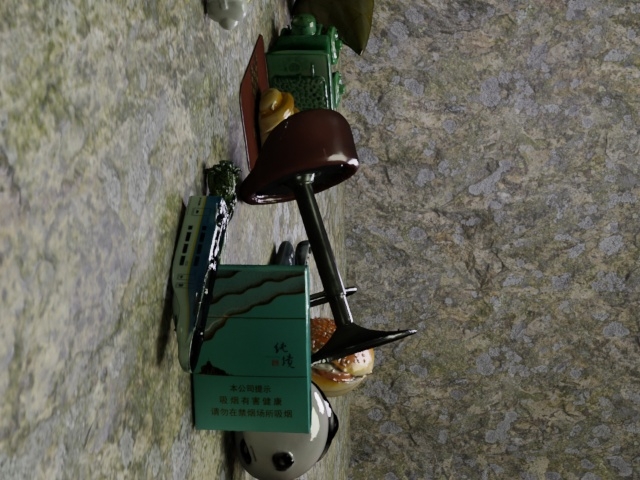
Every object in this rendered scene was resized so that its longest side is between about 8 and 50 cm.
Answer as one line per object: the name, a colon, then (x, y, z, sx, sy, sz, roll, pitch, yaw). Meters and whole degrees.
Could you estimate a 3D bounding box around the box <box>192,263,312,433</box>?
box: (-0.094, 0.146, 1.081, 0.041, 0.162, 0.229, -63, 153, -77)

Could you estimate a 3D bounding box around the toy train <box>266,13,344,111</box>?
toy train: (-0.027, -0.354, 1.756, 0.202, 0.145, 0.266, -79, 167, -45)

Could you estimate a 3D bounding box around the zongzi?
zongzi: (0.071, -0.607, 1.836, 0.360, 0.160, 0.323, -121, -140, -58)

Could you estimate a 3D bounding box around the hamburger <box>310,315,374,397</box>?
hamburger: (0.024, 0.280, 1.957, 0.237, 0.236, 0.147, -81, -175, -53)

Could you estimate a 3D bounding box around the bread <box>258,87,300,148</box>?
bread: (-0.076, -0.211, 1.567, 0.119, 0.084, 0.177, -83, 167, -51)

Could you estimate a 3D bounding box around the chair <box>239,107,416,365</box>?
chair: (0.000, 0.000, 1.362, 0.226, 0.226, 0.401, 51, 22, -80)

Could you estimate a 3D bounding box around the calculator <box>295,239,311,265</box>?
calculator: (-0.048, 0.102, 1.902, 0.268, 0.040, 0.177, -94, -170, -72)

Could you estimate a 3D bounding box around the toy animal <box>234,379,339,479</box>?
toy animal: (-0.063, 0.315, 1.375, 0.235, 0.165, 0.187, 48, 39, -78)

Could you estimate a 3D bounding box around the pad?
pad: (-0.122, -0.265, 1.526, 0.267, 0.004, 0.181, -82, 171, -52)

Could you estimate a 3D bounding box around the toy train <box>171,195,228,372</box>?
toy train: (-0.159, 0.052, 0.998, 0.052, 0.051, 0.234, 80, 16, -58)

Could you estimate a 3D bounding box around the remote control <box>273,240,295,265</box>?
remote control: (-0.094, 0.131, 1.629, 0.377, 0.044, 0.107, -77, 173, -62)

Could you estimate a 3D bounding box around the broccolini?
broccolini: (-0.150, 0.003, 1.158, 0.054, 0.051, 0.239, 3, 94, -40)

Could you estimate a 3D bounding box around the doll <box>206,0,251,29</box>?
doll: (-0.129, -0.372, 1.185, 0.162, 0.062, 0.106, -78, 162, -56)
